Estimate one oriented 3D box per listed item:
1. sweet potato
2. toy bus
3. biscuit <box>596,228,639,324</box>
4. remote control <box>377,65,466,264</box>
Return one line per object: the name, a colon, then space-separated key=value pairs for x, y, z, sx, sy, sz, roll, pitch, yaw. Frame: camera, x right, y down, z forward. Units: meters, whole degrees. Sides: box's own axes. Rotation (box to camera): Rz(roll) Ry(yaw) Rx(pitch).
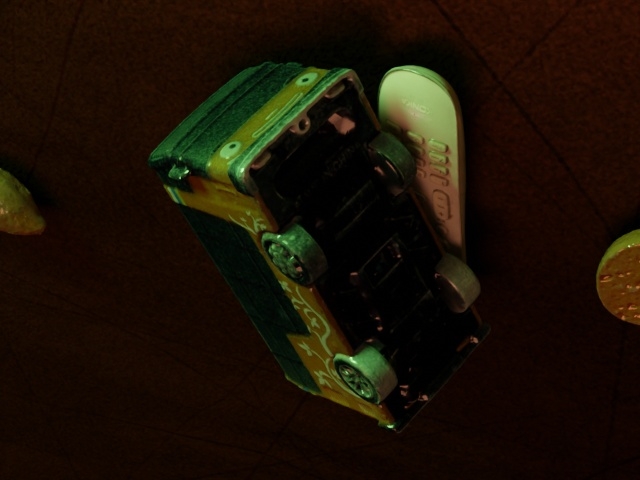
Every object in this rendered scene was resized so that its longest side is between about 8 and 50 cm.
sweet potato: x=-0.344 y=-0.069 z=1.287 sx=0.218 sy=0.051 sz=0.065 roll=35 pitch=140 yaw=-9
toy bus: x=0.000 y=0.000 z=1.110 sx=0.167 sy=0.138 sz=0.275 roll=17 pitch=145 yaw=49
biscuit: x=0.321 y=0.000 z=1.060 sx=0.250 sy=0.036 sz=0.165 roll=-25 pitch=118 yaw=36
remote control: x=0.086 y=-0.052 z=1.113 sx=0.073 sy=0.044 sz=0.229 roll=23 pitch=147 yaw=25
